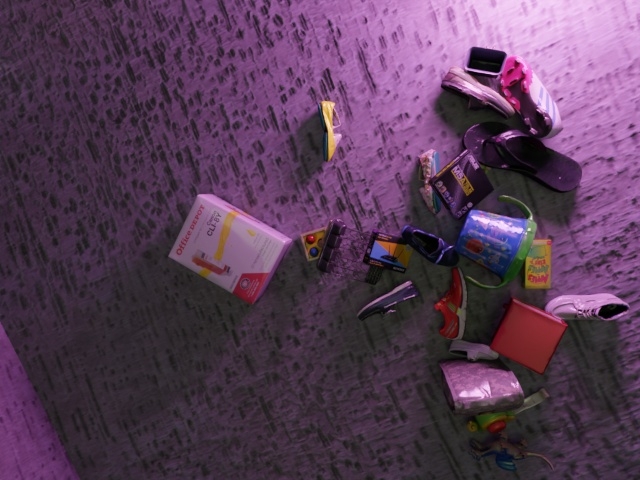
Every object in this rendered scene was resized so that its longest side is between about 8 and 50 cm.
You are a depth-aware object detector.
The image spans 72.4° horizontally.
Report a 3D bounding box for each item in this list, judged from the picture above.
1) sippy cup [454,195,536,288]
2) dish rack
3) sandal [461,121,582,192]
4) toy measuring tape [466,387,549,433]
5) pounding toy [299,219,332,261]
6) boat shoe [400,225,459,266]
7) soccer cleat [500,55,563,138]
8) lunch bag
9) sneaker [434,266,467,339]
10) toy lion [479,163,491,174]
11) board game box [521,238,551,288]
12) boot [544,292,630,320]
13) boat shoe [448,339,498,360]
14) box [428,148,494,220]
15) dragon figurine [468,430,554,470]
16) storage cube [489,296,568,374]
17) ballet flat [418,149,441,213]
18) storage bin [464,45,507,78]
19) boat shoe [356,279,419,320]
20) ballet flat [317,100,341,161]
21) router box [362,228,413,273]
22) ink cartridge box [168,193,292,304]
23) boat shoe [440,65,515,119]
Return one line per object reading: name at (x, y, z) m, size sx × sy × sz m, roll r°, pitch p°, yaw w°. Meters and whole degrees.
sippy cup at (0.614, 0.001, 1.570) m, size 0.223 × 0.306 × 0.240 m, roll 24°, pitch 138°, yaw 15°
dish rack at (0.139, 0.055, 1.667) m, size 0.271 × 0.074 × 0.209 m, roll 17°, pitch 97°, yaw -27°
sandal at (0.733, -0.315, 1.563) m, size 0.444 × 0.107 × 0.168 m, roll 22°, pitch 84°, yaw 2°
toy measuring tape at (0.701, 0.636, 1.649) m, size 0.329 × 0.121 × 0.122 m, roll -30°, pitch 91°, yaw 9°
pounding toy at (0.000, 0.000, 1.692) m, size 0.141 × 0.100 × 0.130 m, roll -17°, pitch 93°, yaw 8°
boat shoe at (0.414, 0.035, 1.623) m, size 0.258 × 0.089 × 0.109 m, roll 23°, pitch 92°, yaw -16°
soccer cleat at (0.756, -0.508, 1.569) m, size 0.143 × 0.116 × 0.332 m, roll -10°, pitch 74°, yaw -35°
lunch bag at (0.571, 0.535, 1.575) m, size 0.234 × 0.287 × 0.169 m, roll -10°, pitch 93°, yaw 7°
sneaker at (0.494, 0.238, 1.655) m, size 0.118 × 0.107 × 0.280 m, roll 3°, pitch 93°, yaw 16°
toy lion at (0.573, -0.268, 1.639) m, size 0.100 × 0.034 × 0.096 m, roll 38°, pitch 105°, yaw 2°
board game box at (0.806, 0.088, 1.632) m, size 0.092 × 0.043 × 0.182 m, roll -1°, pitch 94°, yaw 7°
boot at (0.965, 0.247, 1.585) m, size 0.257 × 0.123 × 0.095 m, roll -13°, pitch 93°, yaw 8°
boat shoe at (0.565, 0.417, 1.628) m, size 0.184 × 0.063 × 0.066 m, roll 11°, pitch 139°, yaw 42°
box at (0.516, -0.201, 1.597) m, size 0.184 × 0.045 × 0.191 m, roll -39°, pitch 111°, yaw 1°
dragon figurine at (0.717, 0.815, 1.668) m, size 0.288 × 0.085 × 0.144 m, roll 17°, pitch 128°, yaw 3°
storage cube at (0.738, 0.334, 1.571) m, size 0.214 × 0.183 × 0.193 m, roll 25°, pitch 97°, yaw 22°
ballet flat at (0.410, -0.219, 1.646) m, size 0.077 × 0.091 × 0.241 m, roll -1°, pitch 90°, yaw 37°
storage bin at (0.590, -0.636, 1.566) m, size 0.135 × 0.091 × 0.099 m, roll 17°, pitch 97°, yaw 17°
boat shoe at (0.259, 0.248, 1.688) m, size 0.254 × 0.095 × 0.079 m, roll -31°, pitch 79°, yaw -1°
ballet flat at (0.040, -0.418, 1.671) m, size 0.077 × 0.077 × 0.231 m, roll -7°, pitch 92°, yaw -9°
router box at (0.259, 0.042, 1.651) m, size 0.178 × 0.046 × 0.134 m, roll 14°, pitch 97°, yaw -27°
ink cartridge box at (-0.350, 0.029, 1.705) m, size 0.384 × 0.160 × 0.280 m, roll 29°, pitch 97°, yaw 4°
boat shoe at (0.566, -0.517, 1.587) m, size 0.285 × 0.103 × 0.092 m, roll 38°, pitch 103°, yaw 6°
